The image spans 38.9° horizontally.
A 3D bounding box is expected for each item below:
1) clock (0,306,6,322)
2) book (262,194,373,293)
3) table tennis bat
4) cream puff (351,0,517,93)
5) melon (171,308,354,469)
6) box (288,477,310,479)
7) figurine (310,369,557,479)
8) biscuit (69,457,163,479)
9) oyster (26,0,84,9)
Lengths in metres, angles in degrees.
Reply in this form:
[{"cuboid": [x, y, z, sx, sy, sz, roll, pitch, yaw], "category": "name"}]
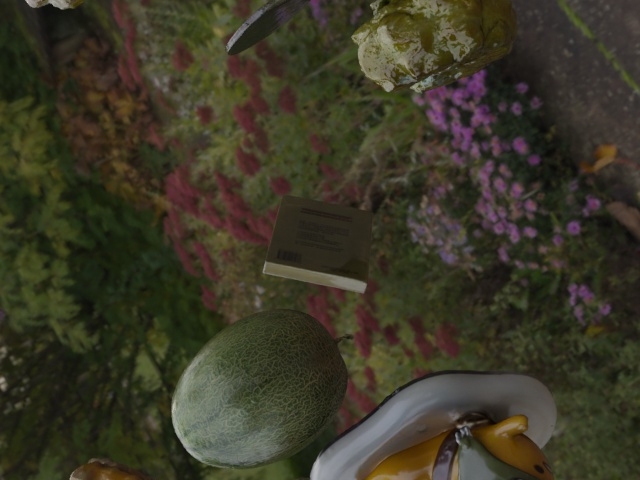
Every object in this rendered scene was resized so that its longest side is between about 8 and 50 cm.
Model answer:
[{"cuboid": [-0.464, 0.145, 1.069, 0.064, 0.198, 0.172, 43, 176, -12], "category": "clock"}, {"cuboid": [0.000, 0.000, 1.434, 0.231, 0.161, 0.026, -79, 1, -60], "category": "book"}, {"cuboid": [-0.041, -0.292, 1.111, 0.022, 0.138, 0.246, 54, 152, -4], "category": "table tennis bat"}, {"cuboid": [0.180, -0.349, 1.465, 0.185, 0.281, 0.282, 69, 162, -1], "category": "cream puff"}, {"cuboid": [-0.051, 0.139, 0.868, 0.139, 0.192, 0.139, 55, 169, 16], "category": "melon"}, {"cuboid": [-0.066, 0.529, 1.544, 0.226, 0.149, 0.226, -13, -90, -83], "category": "box"}, {"cuboid": [0.120, 0.232, 0.827, 0.166, 0.250, 0.141, 54, -170, -33], "category": "figurine"}, {"cuboid": [-0.045, 0.255, 0.522, 0.094, 0.054, 0.379, 8, 136, 26], "category": "biscuit"}, {"cuboid": [-0.344, -0.409, 1.207, 0.083, 0.214, 0.223, -69, -9, -60], "category": "oyster"}]
